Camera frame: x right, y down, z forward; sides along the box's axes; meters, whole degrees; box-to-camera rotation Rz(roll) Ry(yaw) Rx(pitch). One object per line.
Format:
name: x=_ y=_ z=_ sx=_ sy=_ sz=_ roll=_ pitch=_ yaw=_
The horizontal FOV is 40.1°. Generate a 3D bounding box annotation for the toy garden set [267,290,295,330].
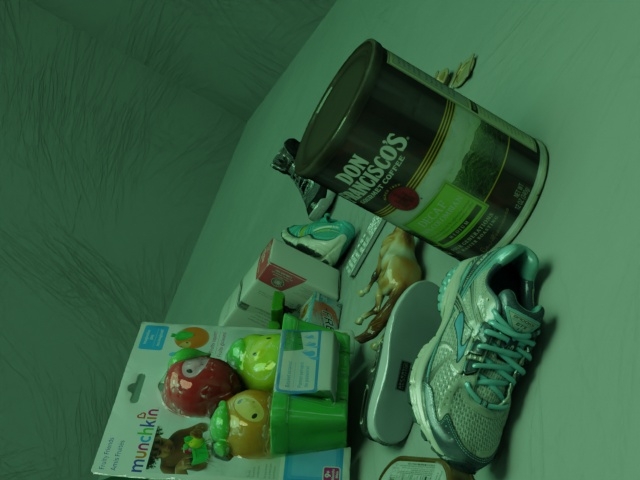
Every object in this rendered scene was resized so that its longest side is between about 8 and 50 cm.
toy garden set: x=-0.077 y=0.251 z=1.600 sx=0.204 sy=0.049 sz=0.244 roll=94 pitch=-177 yaw=-51

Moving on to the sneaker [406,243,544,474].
sneaker: x=0.179 y=0.113 z=0.955 sx=0.122 sy=0.110 sz=0.283 roll=-41 pitch=25 yaw=46

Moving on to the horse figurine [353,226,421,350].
horse figurine: x=0.109 y=0.056 z=1.375 sx=0.263 sy=0.066 sz=0.174 roll=-80 pitch=17 yaw=-55

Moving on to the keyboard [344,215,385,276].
keyboard: x=0.112 y=-0.048 z=1.644 sx=0.256 sy=0.014 sz=0.072 roll=-60 pitch=15 yaw=6

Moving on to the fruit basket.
fruit basket: x=-0.126 y=0.222 z=1.300 sx=0.327 sy=0.352 sz=0.166 roll=-83 pitch=1 yaw=-56

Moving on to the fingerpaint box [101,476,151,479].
fingerpaint box: x=-0.469 y=0.575 z=1.600 sx=0.445 sy=0.370 sz=0.163 roll=112 pitch=136 yaw=-66

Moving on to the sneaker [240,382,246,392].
sneaker: x=-0.209 y=0.382 z=1.712 sx=0.178 sy=0.123 sz=0.296 roll=-44 pitch=8 yaw=43

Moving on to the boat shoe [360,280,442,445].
boat shoe: x=0.106 y=0.164 z=1.184 sx=0.076 sy=0.080 sz=0.229 roll=-25 pitch=47 yaw=64

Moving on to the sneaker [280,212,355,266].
sneaker: x=0.000 y=0.000 z=1.833 sx=0.110 sy=0.107 sz=0.275 roll=-45 pitch=17 yaw=-11

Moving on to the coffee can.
coffee can: x=0.133 y=-0.114 z=1.176 sx=0.202 sy=0.275 sz=0.202 roll=-56 pitch=16 yaw=25

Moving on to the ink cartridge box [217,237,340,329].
ink cartridge box: x=-0.083 y=0.122 z=1.717 sx=0.218 sy=0.158 sz=0.092 roll=-52 pitch=19 yaw=32

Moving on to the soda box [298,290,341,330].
soda box: x=-0.010 y=0.181 z=1.565 sx=0.063 sy=0.058 sz=0.183 roll=-50 pitch=20 yaw=40

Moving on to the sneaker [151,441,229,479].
sneaker: x=-0.193 y=0.415 z=1.468 sx=0.366 sy=0.210 sz=0.137 roll=-51 pitch=18 yaw=37

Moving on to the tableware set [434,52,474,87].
tableware set: x=0.229 y=-0.274 z=1.640 sx=0.141 sy=0.020 sz=0.168 roll=-66 pitch=15 yaw=-12

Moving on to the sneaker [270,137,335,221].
sneaker: x=-0.044 y=-0.150 z=2.081 sx=0.101 sy=0.153 sz=0.269 roll=-54 pitch=17 yaw=29

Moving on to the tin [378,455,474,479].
tin: x=0.109 y=0.300 z=0.997 sx=0.189 sy=0.040 sz=0.106 roll=-28 pitch=41 yaw=65
